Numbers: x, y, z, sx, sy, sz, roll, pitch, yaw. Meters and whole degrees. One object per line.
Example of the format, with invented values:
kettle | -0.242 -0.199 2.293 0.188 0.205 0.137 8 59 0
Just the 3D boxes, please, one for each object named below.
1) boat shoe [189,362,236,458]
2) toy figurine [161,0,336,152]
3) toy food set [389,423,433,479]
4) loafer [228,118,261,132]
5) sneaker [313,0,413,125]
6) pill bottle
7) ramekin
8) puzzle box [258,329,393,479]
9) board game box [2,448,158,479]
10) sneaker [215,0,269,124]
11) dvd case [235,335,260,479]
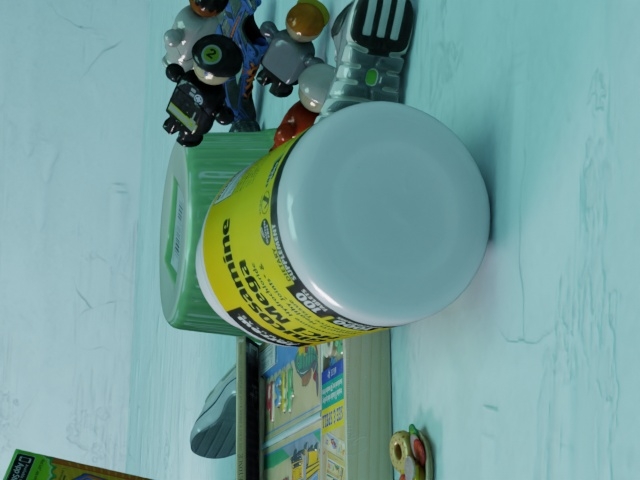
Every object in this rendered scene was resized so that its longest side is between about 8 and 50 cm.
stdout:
boat shoe | -0.125 0.242 2.037 0.226 0.083 0.076 -50 26 48
toy figurine | -0.083 -0.210 1.690 0.209 0.213 0.148 -97 27 -43
toy food set | 0.085 0.214 1.310 0.082 0.020 0.083 132 140 -67
loafer | -0.125 -0.099 2.120 0.061 0.062 0.170 -111 27 -48
sneaker | 0.039 -0.162 1.482 0.132 0.086 0.228 -117 43 -72
pill bottle | 0.000 0.000 1.288 0.334 0.188 0.188 156 116 -67
ramekin | -0.133 -0.010 1.951 0.303 0.148 0.303 -177 90 -75
puzzle box | -0.004 0.216 1.594 0.409 0.052 0.272 134 136 -68
board game box | -0.312 0.567 1.934 0.356 0.356 0.356 -79 2 -57
sneaker | -0.118 -0.269 2.094 0.083 0.087 0.221 -68 -26 -59
dvd case | -0.082 0.246 1.813 0.164 0.018 0.221 49 -142 -71
